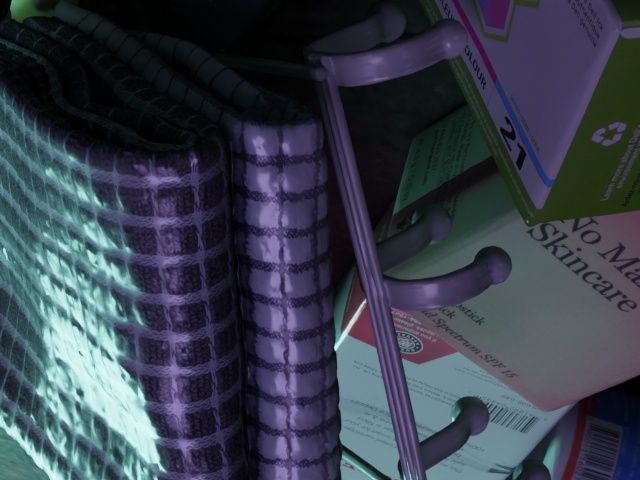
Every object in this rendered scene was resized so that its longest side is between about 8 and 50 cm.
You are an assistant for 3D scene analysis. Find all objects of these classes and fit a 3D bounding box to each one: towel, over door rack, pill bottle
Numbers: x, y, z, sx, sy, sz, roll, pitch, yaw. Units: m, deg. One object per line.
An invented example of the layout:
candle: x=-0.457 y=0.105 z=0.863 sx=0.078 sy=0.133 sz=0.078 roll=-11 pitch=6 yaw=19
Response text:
towel: x=-0.105 y=0.014 z=0.842 sx=0.283 sy=0.121 sz=0.235 roll=30 pitch=132 yaw=52
over door rack: x=0.000 y=0.000 z=0.889 sx=0.324 sy=0.108 sz=0.239 roll=9 pitch=114 yaw=59
pill bottle: x=0.251 y=0.181 z=1.141 sx=0.221 sy=0.124 sz=0.124 roll=18 pitch=141 yaw=-3

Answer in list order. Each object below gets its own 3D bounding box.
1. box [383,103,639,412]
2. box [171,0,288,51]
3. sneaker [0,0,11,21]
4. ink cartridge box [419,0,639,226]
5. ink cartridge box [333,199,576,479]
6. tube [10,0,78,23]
box: x=0.168 y=-0.021 z=0.923 sx=0.148 sy=0.127 sz=0.232 roll=36 pitch=137 yaw=-23
box: x=-0.041 y=-0.223 z=0.756 sx=0.183 sy=0.059 sz=0.232 roll=47 pitch=138 yaw=1
sneaker: x=-0.209 y=-0.209 z=0.728 sx=0.147 sy=0.130 sz=0.330 roll=-2 pitch=103 yaw=-2
ink cartridge box: x=0.128 y=-0.160 z=0.707 sx=0.097 sy=0.189 sz=0.255 roll=-9 pitch=145 yaw=-17
ink cartridge box: x=0.072 y=0.090 z=1.119 sx=0.158 sy=0.092 sz=0.218 roll=22 pitch=139 yaw=-8
tube: x=-0.171 y=-0.146 z=0.947 sx=0.070 sy=0.062 sz=0.240 roll=60 pitch=149 yaw=13
